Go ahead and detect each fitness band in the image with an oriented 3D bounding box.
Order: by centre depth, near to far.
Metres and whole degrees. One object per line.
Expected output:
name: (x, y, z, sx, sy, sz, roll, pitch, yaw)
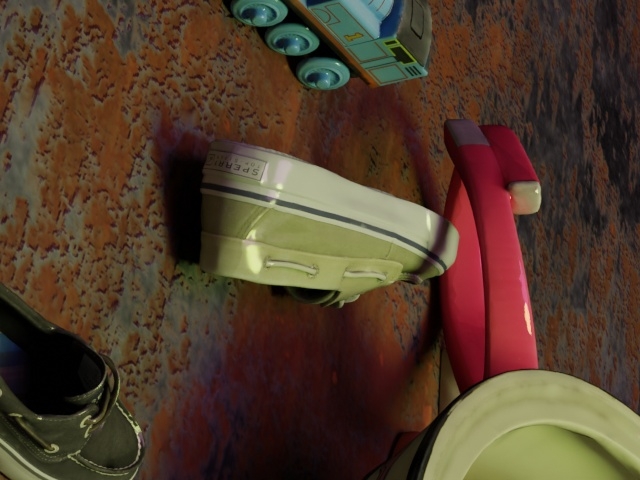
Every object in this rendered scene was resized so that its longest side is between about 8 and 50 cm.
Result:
fitness band: (0.133, 0.022, 1.486, 0.291, 0.054, 0.209, -100, -172, -67)

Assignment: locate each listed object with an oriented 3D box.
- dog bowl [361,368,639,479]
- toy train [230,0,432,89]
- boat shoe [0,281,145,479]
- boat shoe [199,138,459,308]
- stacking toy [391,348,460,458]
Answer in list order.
dog bowl: (0.143, 0.300, 1.242, 0.408, 0.150, 0.408, 28, 48, -36)
toy train: (0.008, -0.179, 1.408, 0.184, 0.105, 0.080, 41, 44, -50)
boat shoe: (-0.152, 0.077, 1.030, 0.228, 0.076, 0.080, 48, 40, -44)
boat shoe: (0.000, 0.000, 1.355, 0.302, 0.109, 0.094, 18, 89, -56)
stacking toy: (0.182, 0.251, 1.549, 0.309, 0.130, 0.279, 59, 33, -34)
